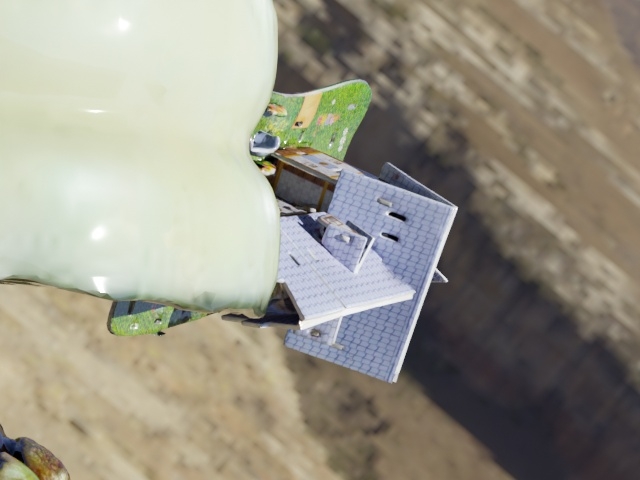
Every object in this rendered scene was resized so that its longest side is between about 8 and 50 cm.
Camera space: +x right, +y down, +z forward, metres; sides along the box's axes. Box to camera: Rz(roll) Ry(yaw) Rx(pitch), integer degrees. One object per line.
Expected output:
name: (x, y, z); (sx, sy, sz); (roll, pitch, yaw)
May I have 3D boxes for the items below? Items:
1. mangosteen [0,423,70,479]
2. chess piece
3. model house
mangosteen: (-0.213, 0.143, 1.047); (0.184, 0.173, 0.172); (-7, -16, 25)
chess piece: (-0.062, -0.110, 0.372); (0.133, 0.243, 0.133); (5, -2, 0)
model house: (0.000, 0.000, 0.846); (0.088, 0.117, 0.167); (26, 15, 25)
